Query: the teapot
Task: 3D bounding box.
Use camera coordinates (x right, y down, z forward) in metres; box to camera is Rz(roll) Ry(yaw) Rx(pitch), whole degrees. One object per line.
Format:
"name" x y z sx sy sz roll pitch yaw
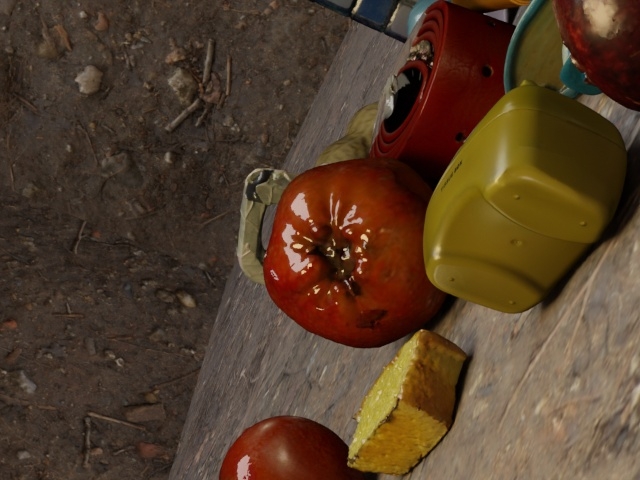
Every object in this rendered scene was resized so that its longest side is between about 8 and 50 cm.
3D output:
"teapot" 0.008 0.009 1.626 0.163 0.222 0.178 55 136 39

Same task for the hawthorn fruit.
"hawthorn fruit" 0.046 0.017 1.413 0.299 0.211 0.211 52 -120 -83

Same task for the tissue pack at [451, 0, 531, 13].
"tissue pack" 0.183 -0.359 1.394 0.145 0.194 0.274 -40 8 0

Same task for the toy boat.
"toy boat" 0.224 -0.181 1.132 0.215 0.088 0.102 122 164 -44

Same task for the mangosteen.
"mangosteen" 0.238 -0.169 0.829 0.146 0.156 0.181 -27 -4 -43

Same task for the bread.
"bread" 0.079 0.162 1.228 0.187 0.065 0.103 124 165 -48

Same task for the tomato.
"tomato" -0.025 0.267 1.346 0.167 0.167 0.167 -157 90 -82

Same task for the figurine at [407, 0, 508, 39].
"figurine" 0.208 -0.348 1.679 0.260 0.103 0.205 -52 15 26

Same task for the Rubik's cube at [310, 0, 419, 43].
"Rubik's cube" 0.127 -0.477 1.917 0.292 0.287 0.293 -86 21 -66

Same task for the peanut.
"peanut" 0.066 -0.107 1.800 0.256 0.124 0.123 -54 -5 -49

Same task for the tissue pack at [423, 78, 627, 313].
"tissue pack" 0.160 -0.037 1.012 0.178 0.123 0.127 122 169 -52

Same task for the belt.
"belt" 0.142 -0.157 1.498 0.324 0.115 0.227 175 114 -82
